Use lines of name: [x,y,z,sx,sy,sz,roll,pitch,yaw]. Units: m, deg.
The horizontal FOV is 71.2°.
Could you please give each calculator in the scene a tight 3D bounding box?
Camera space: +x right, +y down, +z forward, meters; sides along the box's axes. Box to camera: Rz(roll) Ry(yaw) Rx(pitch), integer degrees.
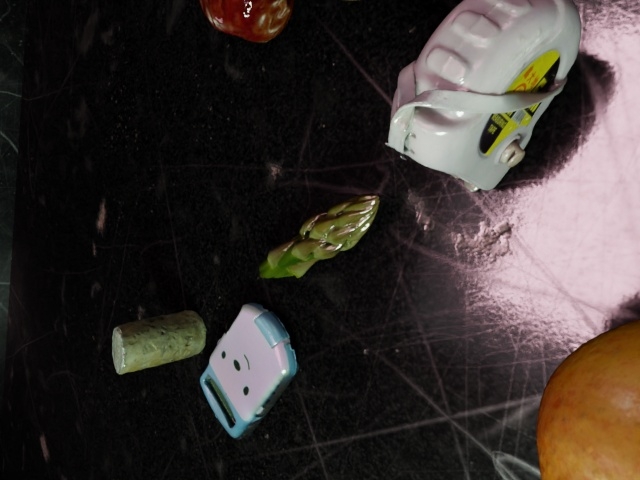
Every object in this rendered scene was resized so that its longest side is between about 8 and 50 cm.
calculator: [-0.145,0.254,0.864,0.173,0.051,0.293,48,121,26]

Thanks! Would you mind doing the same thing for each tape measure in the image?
tape measure: [0.169,-0.152,0.454,0.120,0.236,0.197,46,114,27]

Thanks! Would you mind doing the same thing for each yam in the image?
yam: [-0.347,0.212,0.942,0.107,0.194,0.107,2,93,38]

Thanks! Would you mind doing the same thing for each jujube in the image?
jujube: [-0.111,-0.451,0.703,0.183,0.183,0.243,36,122,33]

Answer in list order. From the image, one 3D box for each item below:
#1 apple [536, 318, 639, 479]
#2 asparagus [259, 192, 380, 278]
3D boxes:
apple: [0.311,0.199,0.318,0.275,0.298,0.299,11,101,55]
asparagus: [0.000,0.000,0.708,0.287,0.080,0.080,-38,69,45]
